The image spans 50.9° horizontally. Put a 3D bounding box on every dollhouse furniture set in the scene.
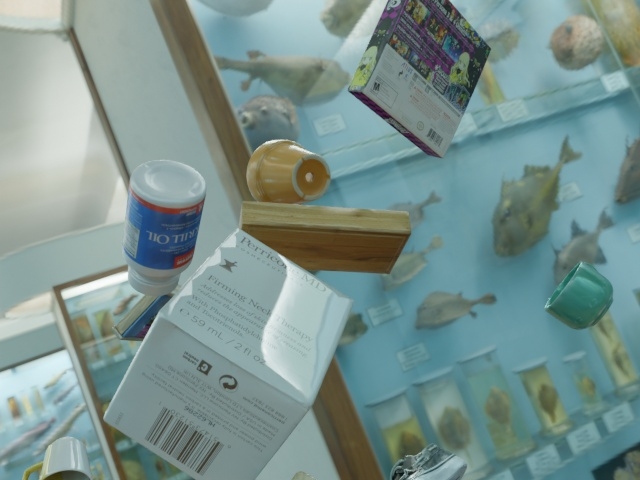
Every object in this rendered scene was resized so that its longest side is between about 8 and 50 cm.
[{"bbox_3d":[-0.393,0.303,1.948,0.198,0.303,0.286,-45,-21,7],"label":"dollhouse furniture set"}]

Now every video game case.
[{"bbox_3d":[0.164,-0.272,1.064,0.042,0.210,0.232,21,-4,46],"label":"video game case"}]

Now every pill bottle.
[{"bbox_3d":[-0.271,-0.015,1.147,0.124,0.124,0.221,-16,-41,-37],"label":"pill bottle"}]

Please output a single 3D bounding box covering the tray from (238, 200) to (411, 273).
[{"bbox_3d":[0.000,0.000,1.696,0.411,0.076,0.202,3,-32,-11],"label":"tray"}]

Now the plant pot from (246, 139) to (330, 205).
[{"bbox_3d":[-0.074,-0.182,1.896,0.205,0.205,0.188,-17,16,-32],"label":"plant pot"}]

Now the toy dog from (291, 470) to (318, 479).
[{"bbox_3d":[-0.031,0.568,1.281,0.220,0.333,0.161,-31,29,-34],"label":"toy dog"}]

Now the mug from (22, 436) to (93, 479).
[{"bbox_3d":[-0.318,0.275,0.819,0.078,0.064,0.062,8,-60,-24],"label":"mug"}]

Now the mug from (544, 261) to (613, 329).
[{"bbox_3d":[0.560,0.113,1.422,0.157,0.097,0.129,-51,-13,-10],"label":"mug"}]

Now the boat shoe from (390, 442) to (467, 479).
[{"bbox_3d":[0.214,0.560,1.547,0.335,0.119,0.121,0,-67,-55],"label":"boat shoe"}]

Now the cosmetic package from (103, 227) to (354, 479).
[{"bbox_3d":[-0.178,0.248,1.426,0.327,0.330,0.393,-58,1,29],"label":"cosmetic package"}]
